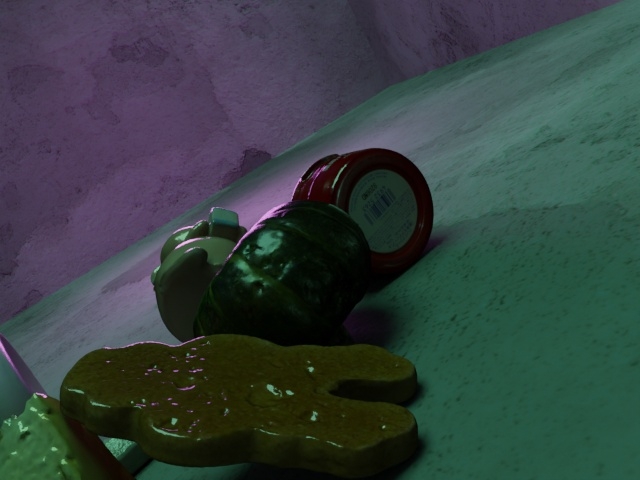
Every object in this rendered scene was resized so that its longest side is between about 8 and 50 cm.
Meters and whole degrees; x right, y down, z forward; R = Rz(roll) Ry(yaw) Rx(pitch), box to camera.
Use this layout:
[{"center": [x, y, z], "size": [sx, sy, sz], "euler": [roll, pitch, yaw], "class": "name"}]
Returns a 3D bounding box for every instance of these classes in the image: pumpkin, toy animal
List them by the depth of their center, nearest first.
[{"center": [-0.035, 0.076, 0.900], "size": [0.260, 0.189, 0.260], "euler": [-56, 0, 0], "class": "pumpkin"}, {"center": [-0.186, 0.054, 1.200], "size": [0.195, 0.212, 0.256], "euler": [13, 25, -8], "class": "toy animal"}]

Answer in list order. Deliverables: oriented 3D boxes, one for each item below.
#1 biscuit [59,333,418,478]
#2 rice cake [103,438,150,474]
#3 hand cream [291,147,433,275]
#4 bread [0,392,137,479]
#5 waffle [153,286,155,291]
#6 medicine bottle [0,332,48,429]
[{"center": [-0.073, 0.150, 0.687], "size": [0.334, 0.047, 0.202], "euler": [4, 18, 2], "class": "biscuit"}, {"center": [-0.201, 0.228, 0.946], "size": [0.057, 0.052, 0.256], "euler": [19, 42, 33], "class": "rice cake"}, {"center": [0.062, -0.040, 1.087], "size": [0.193, 0.193, 0.125], "euler": [-36, 17, -27], "class": "hand cream"}, {"center": [-0.242, 0.303, 0.699], "size": [0.184, 0.224, 0.211], "euler": [-37, -28, -7], "class": "bread"}, {"center": [-0.301, 0.071, 1.751], "size": [0.192, 0.046, 0.161], "euler": [-17, 16, 43], "class": "waffle"}, {"center": [-0.506, 0.284, 0.950], "size": [0.302, 0.241, 0.241], "euler": [-34, 14, -19], "class": "medicine bottle"}]
